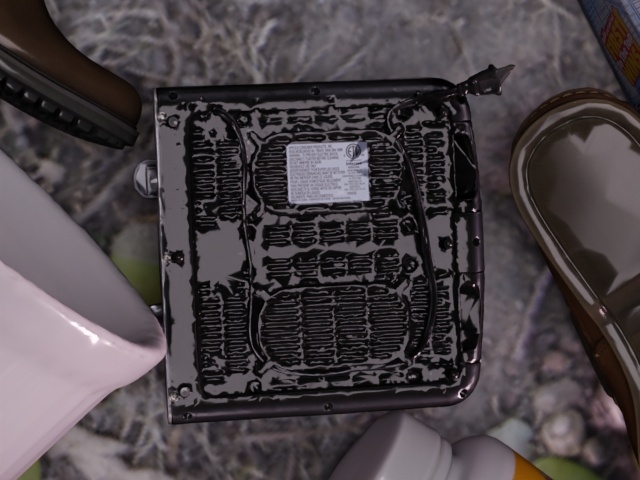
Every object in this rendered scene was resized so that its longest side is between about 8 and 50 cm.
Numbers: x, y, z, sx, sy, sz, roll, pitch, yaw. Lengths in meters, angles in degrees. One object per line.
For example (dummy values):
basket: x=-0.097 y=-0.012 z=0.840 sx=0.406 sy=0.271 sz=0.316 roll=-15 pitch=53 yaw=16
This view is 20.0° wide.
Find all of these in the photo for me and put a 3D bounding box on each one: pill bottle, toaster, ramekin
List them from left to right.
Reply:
ramekin: x=-0.215 y=0.004 z=0.811 sx=0.277 sy=0.277 sz=0.135 roll=43 pitch=93 yaw=-9
toaster: x=0.000 y=0.000 z=0.923 sx=0.185 sy=0.110 sz=0.168 roll=-3 pitch=93 yaw=-9
pill bottle: x=0.102 y=0.182 z=0.944 sx=0.215 sy=0.117 sz=0.117 roll=36 pitch=86 yaw=-10

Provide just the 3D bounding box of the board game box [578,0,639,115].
board game box: x=0.208 y=-0.085 z=0.938 sx=0.060 sy=0.194 sz=0.194 roll=-29 pitch=83 yaw=-8

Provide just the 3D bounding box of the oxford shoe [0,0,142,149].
oxford shoe: x=-0.167 y=-0.135 z=0.905 sx=0.227 sy=0.083 sz=0.096 roll=42 pitch=81 yaw=-10

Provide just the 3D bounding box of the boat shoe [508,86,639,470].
boat shoe: x=0.199 y=0.058 z=0.956 sx=0.110 sy=0.104 sz=0.307 roll=-23 pitch=95 yaw=10
